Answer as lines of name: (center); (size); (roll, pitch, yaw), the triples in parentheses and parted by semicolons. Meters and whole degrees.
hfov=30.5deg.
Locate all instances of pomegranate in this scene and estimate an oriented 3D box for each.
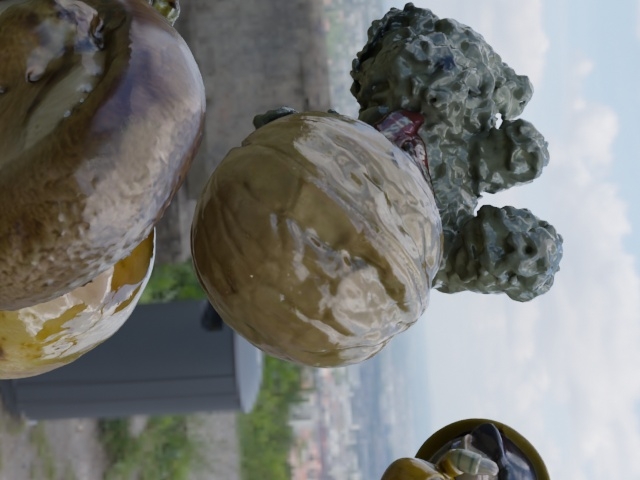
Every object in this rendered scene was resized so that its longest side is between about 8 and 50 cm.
pomegranate: (-0.251, -0.007, 0.966); (0.248, 0.248, 0.248); (-4, 90, -86)

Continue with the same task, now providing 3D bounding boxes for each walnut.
walnut: (0.000, 0.000, 1.022); (0.228, 0.228, 0.228); (-4, 90, -86)

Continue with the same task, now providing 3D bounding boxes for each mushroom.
mushroom: (-0.188, -0.070, 0.760); (0.153, 0.253, 0.253); (48, 33, -51)

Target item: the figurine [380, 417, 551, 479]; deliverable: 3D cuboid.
figurine: (0.175, 0.321, 1.504); (0.256, 0.167, 0.192); (16, 104, -45)

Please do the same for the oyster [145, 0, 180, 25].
oyster: (-0.312, -0.408, 1.891); (0.083, 0.214, 0.223); (-25, 144, -49)

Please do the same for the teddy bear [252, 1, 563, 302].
teddy bear: (0.093, -0.113, 1.318); (0.224, 0.357, 0.368); (95, 1, -75)
